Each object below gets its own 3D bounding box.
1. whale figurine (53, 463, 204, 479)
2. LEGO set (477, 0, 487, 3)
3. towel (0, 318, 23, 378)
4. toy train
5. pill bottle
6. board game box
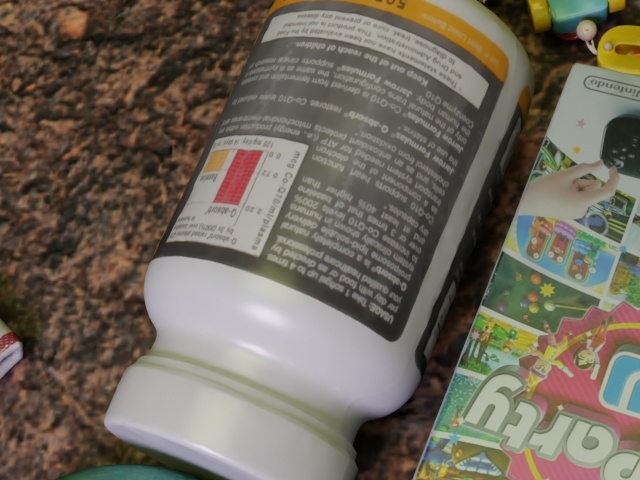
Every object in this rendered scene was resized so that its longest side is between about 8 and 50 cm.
[{"bbox_3d":[-0.105,0.244,0.639,0.216,0.141,0.272,-3,68,14],"label":"whale figurine"},{"bbox_3d":[0.001,-0.246,0.845,0.287,0.132,0.107,28,68,2],"label":"LEGO set"},{"bbox_3d":[-0.371,0.053,0.864,0.237,0.037,0.329,-46,63,-8],"label":"towel"},{"bbox_3d":[0.202,-0.142,0.790,0.166,0.046,0.125,35,78,24],"label":"toy train"},{"bbox_3d":[0.000,0.000,0.712,0.162,0.162,0.278,17,71,22],"label":"pill bottle"},{"bbox_3d":[0.189,0.081,0.659,0.224,0.097,0.303,16,72,22],"label":"board game box"}]
